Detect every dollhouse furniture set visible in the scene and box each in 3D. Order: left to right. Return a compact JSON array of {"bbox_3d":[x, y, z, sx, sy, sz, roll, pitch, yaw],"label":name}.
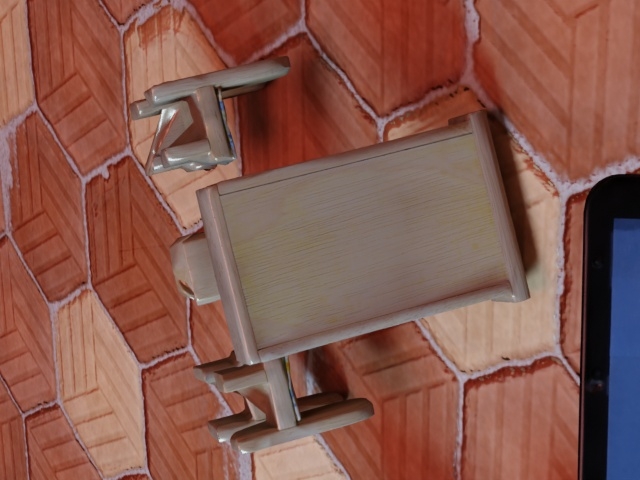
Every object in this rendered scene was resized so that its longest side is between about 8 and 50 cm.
[{"bbox_3d":[0.000,0.000,1.549,0.394,0.256,0.362,175,81,-78],"label":"dollhouse furniture set"}]

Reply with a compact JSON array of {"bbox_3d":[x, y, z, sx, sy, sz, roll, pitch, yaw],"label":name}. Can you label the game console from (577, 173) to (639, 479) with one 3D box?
[{"bbox_3d":[0.315,0.103,1.050,0.250,0.173,0.293,1,91,55],"label":"game console"}]
